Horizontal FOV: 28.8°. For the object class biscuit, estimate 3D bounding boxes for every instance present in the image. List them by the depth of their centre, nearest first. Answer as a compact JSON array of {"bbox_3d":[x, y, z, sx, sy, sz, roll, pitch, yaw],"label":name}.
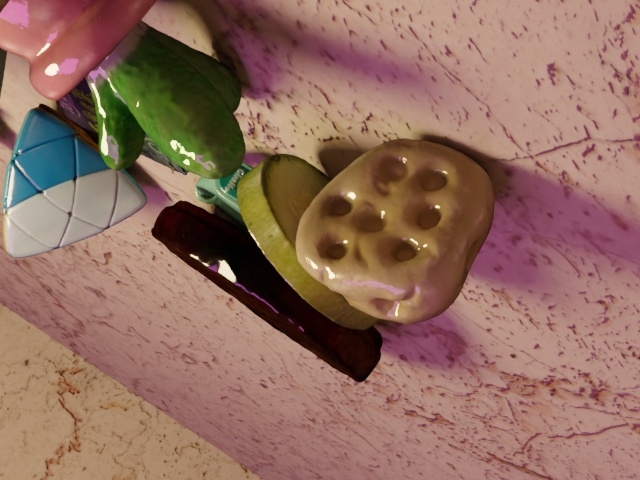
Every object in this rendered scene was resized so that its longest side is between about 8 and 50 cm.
[{"bbox_3d":[-0.077,0.070,1.904,0.407,0.091,0.407,35,174,4],"label":"biscuit"}]

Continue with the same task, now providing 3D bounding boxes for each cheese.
[{"bbox_3d":[0.092,-0.004,1.418,0.235,0.218,0.117,-21,141,10],"label":"cheese"}]

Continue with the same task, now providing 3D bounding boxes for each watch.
[{"bbox_3d":[-0.077,-0.042,1.762,0.237,0.068,0.195,31,172,12],"label":"watch"}]

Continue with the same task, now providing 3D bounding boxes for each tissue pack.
[{"bbox_3d":[-0.280,-0.199,1.757,0.235,0.073,0.173,26,156,23],"label":"tissue pack"}]

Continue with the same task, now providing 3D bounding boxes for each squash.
[{"bbox_3d":[0.000,0.000,1.568,0.049,0.252,0.252,-39,111,21],"label":"squash"}]

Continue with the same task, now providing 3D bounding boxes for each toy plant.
[{"bbox_3d":[-0.239,-0.222,1.430,0.356,0.210,0.317,48,-172,-16],"label":"toy plant"}]

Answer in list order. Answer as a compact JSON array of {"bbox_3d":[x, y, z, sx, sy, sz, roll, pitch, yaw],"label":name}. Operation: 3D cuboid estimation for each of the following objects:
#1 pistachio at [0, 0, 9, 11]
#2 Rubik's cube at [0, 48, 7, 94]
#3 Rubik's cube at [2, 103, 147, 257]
[{"bbox_3d":[-0.398,-0.388,1.162,0.365,0.281,0.445,24,115,54],"label":"pistachio"},{"bbox_3d":[-0.647,-0.248,1.638,0.352,0.347,0.351,0,165,17],"label":"Rubik's cube"},{"bbox_3d":[-0.459,-0.080,2.065,0.254,0.254,0.254,30,157,14],"label":"Rubik's cube"}]
